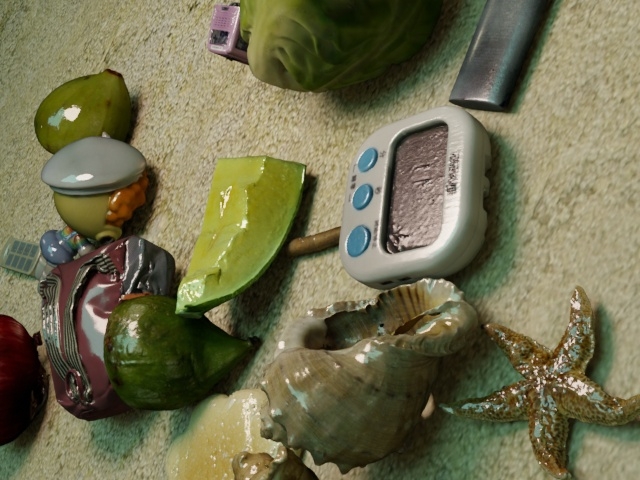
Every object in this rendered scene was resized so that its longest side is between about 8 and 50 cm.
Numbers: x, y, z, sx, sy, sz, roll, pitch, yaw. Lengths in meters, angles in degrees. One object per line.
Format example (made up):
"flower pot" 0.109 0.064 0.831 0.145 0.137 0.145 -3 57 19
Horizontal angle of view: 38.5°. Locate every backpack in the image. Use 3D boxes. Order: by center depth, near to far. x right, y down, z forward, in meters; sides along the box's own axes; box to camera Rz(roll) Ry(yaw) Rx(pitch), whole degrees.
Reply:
"backpack" -0.410 0.171 1.692 0.283 0.197 0.317 -20 57 36

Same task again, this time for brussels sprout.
"brussels sprout" 0.018 -0.390 1.475 0.355 0.289 0.281 -53 47 29

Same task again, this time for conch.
"conch" 0.061 0.175 1.224 0.324 0.186 0.263 -19 38 3

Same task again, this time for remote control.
"remote control" 0.297 -0.372 1.358 0.107 0.044 0.378 17 83 44

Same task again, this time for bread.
"bread" -0.148 0.375 1.430 0.316 0.054 0.316 -23 54 35

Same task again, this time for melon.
"melon" -0.149 0.001 1.543 0.196 0.124 0.324 -5 56 44

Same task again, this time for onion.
"onion" -0.708 0.291 1.890 0.273 0.285 0.273 9 101 58

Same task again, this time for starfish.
"starfish" 0.271 0.168 1.096 0.277 0.062 0.236 -14 60 45

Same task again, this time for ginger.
"ginger" -0.037 0.357 1.177 0.123 0.270 0.219 -41 59 -12

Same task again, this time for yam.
"yam" 0.000 0.000 1.484 0.145 0.032 0.032 -18 58 40

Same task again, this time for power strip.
"power strip" -0.718 0.038 2.204 0.226 0.029 0.080 8 77 48

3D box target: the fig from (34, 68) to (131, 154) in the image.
"fig" -0.521 -0.285 2.040 0.203 0.203 0.225 44 110 48

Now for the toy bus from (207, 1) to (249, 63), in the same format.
"toy bus" -0.098 -0.356 1.645 0.096 0.198 0.108 21 97 49

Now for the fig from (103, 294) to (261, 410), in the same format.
"fig" -0.224 0.185 1.515 0.235 0.203 0.203 -6 64 21

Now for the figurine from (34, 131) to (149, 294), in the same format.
"figurine" -0.506 -0.039 1.905 0.224 0.205 0.382 41 109 54

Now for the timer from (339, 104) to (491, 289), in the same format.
"timer" 0.138 -0.057 1.325 0.237 0.087 0.262 -14 59 40
